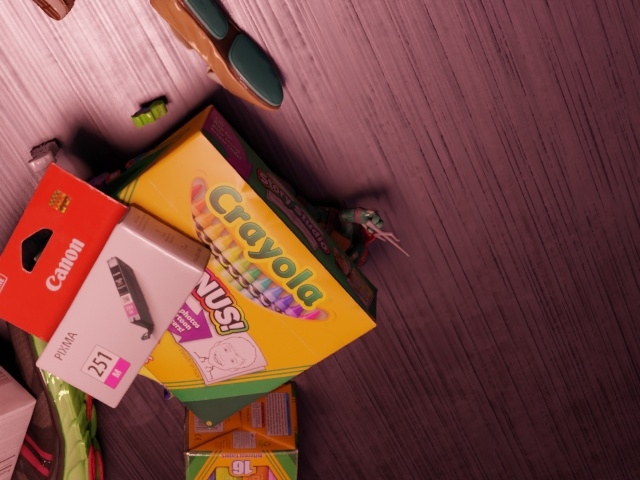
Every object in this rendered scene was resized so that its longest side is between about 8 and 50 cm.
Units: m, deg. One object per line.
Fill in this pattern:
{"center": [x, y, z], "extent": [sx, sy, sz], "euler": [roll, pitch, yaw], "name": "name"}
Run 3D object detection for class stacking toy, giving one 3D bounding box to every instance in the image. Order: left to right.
{"center": [-0.284, -0.092, 1.574], "extent": [0.221, 0.052, 0.167], "euler": [-23, 121, 6], "name": "stacking toy"}

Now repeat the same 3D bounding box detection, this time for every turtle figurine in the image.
{"center": [0.000, 0.000, 1.613], "extent": [0.234, 0.118, 0.175], "euler": [28, 106, -19], "name": "turtle figurine"}

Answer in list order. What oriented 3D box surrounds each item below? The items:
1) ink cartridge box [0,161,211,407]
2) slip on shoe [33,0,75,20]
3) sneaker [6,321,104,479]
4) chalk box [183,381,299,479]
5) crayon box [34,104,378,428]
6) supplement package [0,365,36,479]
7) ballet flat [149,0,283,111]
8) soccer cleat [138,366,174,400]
{"center": [-0.313, 0.065, 1.469], "extent": [0.239, 0.060, 0.275], "euler": [30, 119, -10], "name": "ink cartridge box"}
{"center": [-0.373, -0.344, 1.423], "extent": [0.135, 0.051, 0.041], "euler": [42, 69, -16], "name": "slip on shoe"}
{"center": [-0.448, 0.284, 1.700], "extent": [0.202, 0.185, 0.482], "euler": [1, 117, -3], "name": "sneaker"}
{"center": [-0.130, 0.396, 1.796], "extent": [0.179, 0.180, 0.288], "euler": [0, 121, -5], "name": "chalk box"}
{"center": [-0.152, 0.048, 1.533], "extent": [0.313, 0.106, 0.363], "euler": [-34, 111, 23], "name": "crayon box"}
{"center": [-0.531, 0.301, 1.598], "extent": [0.139, 0.134, 0.244], "euler": [38, 121, 23], "name": "supplement package"}
{"center": [-0.140, -0.261, 1.485], "extent": [0.073, 0.080, 0.232], "euler": [-18, 122, 38], "name": "ballet flat"}
{"center": [-0.301, 0.147, 1.681], "extent": [0.121, 0.093, 0.289], "euler": [-42, 116, 15], "name": "soccer cleat"}
